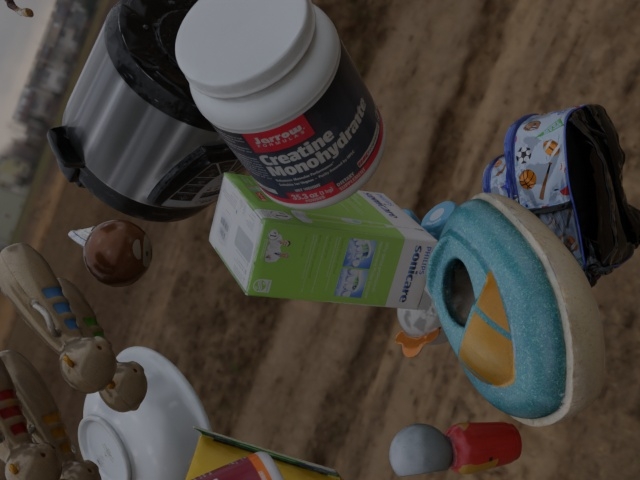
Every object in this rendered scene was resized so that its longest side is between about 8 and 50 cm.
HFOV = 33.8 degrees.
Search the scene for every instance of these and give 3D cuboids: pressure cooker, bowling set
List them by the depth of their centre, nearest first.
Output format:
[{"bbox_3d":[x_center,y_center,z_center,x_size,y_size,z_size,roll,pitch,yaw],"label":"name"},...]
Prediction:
[{"bbox_3d":[-0.190,0.086,0.790,0.200,0.154,0.287,-38,-16,-2],"label":"bowling set"},{"bbox_3d":[-0.303,-0.246,2.076,0.420,0.370,0.375,-50,18,42],"label":"pressure cooker"}]

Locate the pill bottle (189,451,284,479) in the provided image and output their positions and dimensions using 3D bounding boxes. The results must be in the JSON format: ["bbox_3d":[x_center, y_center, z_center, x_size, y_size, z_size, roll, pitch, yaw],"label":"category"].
[{"bbox_3d":[-0.101,0.249,0.910,0.086,0.152,0.086,56,159,36],"label":"pill bottle"}]

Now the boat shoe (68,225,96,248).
[{"bbox_3d":[-0.329,-0.003,1.515,0.035,0.035,0.100,-53,36,-14],"label":"boat shoe"}]

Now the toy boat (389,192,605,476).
[{"bbox_3d":[0.166,0.126,1.084,0.267,0.148,0.318,-119,33,-51],"label":"toy boat"}]

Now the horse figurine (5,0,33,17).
[{"bbox_3d":[-0.428,-0.399,1.370,0.175,0.066,0.263,17,104,41],"label":"horse figurine"}]

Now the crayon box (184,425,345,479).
[{"bbox_3d":[-0.067,0.351,1.490,0.323,0.203,0.083,70,-143,-70],"label":"crayon box"}]

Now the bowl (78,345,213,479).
[{"bbox_3d":[-0.321,0.341,1.810,0.298,0.134,0.297,21,121,40],"label":"bowl"}]

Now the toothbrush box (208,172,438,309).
[{"bbox_3d":[0.000,0.000,1.589,0.206,0.283,0.122,-133,52,-58],"label":"toothbrush box"}]

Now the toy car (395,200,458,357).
[{"bbox_3d":[0.183,0.096,1.761,0.210,0.219,0.238,-8,40,52],"label":"toy car"}]

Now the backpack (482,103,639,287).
[{"bbox_3d":[0.379,-0.077,1.646,0.276,0.213,0.263,-21,-73,-59],"label":"backpack"}]

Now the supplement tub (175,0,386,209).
[{"bbox_3d":[-0.044,-0.179,1.309,0.191,0.272,0.191,-12,57,18],"label":"supplement tub"}]
